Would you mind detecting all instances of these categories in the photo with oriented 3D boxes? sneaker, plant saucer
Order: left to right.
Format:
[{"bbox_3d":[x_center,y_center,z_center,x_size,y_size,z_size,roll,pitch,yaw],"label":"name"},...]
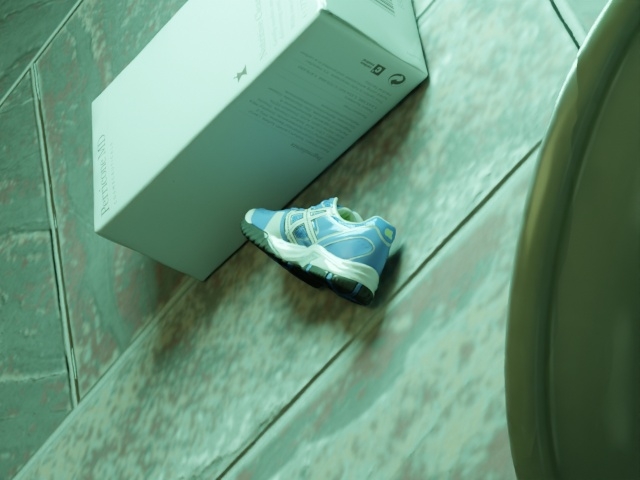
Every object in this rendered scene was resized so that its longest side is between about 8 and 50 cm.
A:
[{"bbox_3d":[0.000,0.000,1.714,0.211,0.080,0.081,23,79,49],"label":"sneaker"},{"bbox_3d":[0.249,0.018,1.069,0.100,0.400,0.401,13,76,33],"label":"plant saucer"}]

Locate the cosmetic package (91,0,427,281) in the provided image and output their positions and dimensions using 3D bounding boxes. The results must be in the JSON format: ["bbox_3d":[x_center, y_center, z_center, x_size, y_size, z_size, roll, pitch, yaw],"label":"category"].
[{"bbox_3d":[-0.077,-0.160,1.863,0.385,0.156,0.217,-41,39,29],"label":"cosmetic package"}]
